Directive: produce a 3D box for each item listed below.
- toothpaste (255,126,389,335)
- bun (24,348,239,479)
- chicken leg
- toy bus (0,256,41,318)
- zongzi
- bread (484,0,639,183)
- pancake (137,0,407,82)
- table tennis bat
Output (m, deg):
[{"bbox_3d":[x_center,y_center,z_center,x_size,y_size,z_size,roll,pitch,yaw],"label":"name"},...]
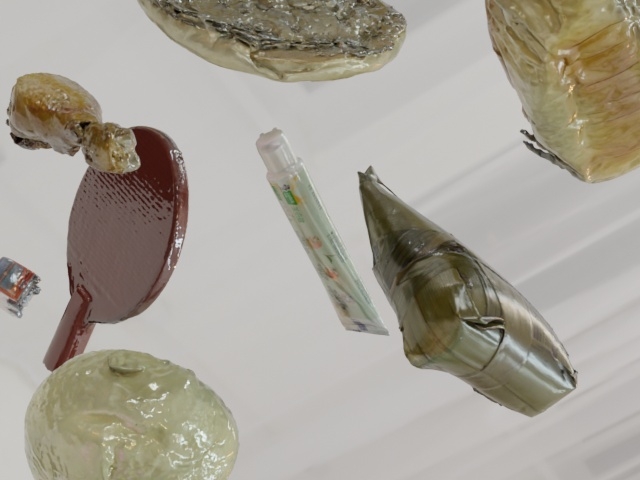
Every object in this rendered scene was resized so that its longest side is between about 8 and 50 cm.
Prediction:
[{"bbox_3d":[0.000,0.000,1.525,0.058,0.056,0.314,-108,172,-62],"label":"toothpaste"},{"bbox_3d":[-0.194,0.229,1.238,0.244,0.243,0.153,53,33,-30],"label":"bun"},{"bbox_3d":[-0.270,-0.127,1.319,0.251,0.107,0.087,28,-54,50],"label":"chicken leg"},{"bbox_3d":[-0.502,0.078,1.947,0.077,0.065,0.192,32,-18,-5],"label":"toy bus"},{"bbox_3d":[0.169,0.060,1.445,0.260,0.123,0.289,30,25,-39],"label":"zongzi"},{"bbox_3d":[0.331,-0.235,1.432,0.389,0.236,0.183,57,10,-56],"label":"bread"},{"bbox_3d":[-0.052,-0.233,1.222,0.282,0.282,0.049,-101,-162,-56],"label":"pancake"},{"bbox_3d":[-0.314,0.023,1.783,0.051,0.415,0.268,10,24,-44],"label":"table tennis bat"}]
